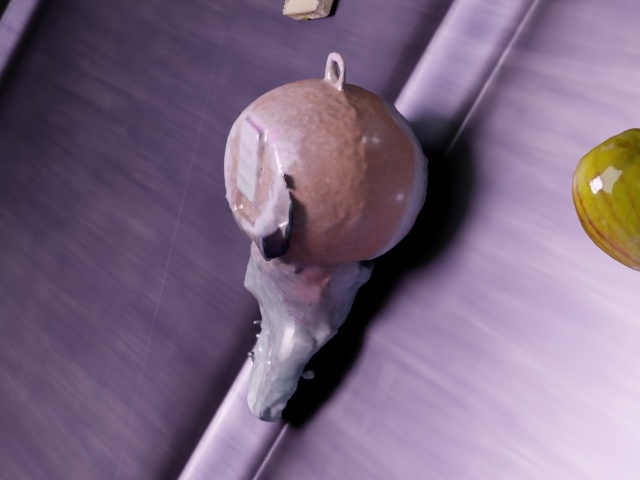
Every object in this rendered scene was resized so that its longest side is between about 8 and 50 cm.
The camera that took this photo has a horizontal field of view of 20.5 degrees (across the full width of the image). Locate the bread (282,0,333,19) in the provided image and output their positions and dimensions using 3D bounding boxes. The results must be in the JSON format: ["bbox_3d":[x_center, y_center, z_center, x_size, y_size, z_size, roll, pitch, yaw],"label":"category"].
[{"bbox_3d":[0.005,-0.299,1.815,0.068,0.028,0.153,5,76,56],"label":"bread"}]

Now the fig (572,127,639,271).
[{"bbox_3d":[0.229,-0.004,1.277,0.093,0.093,0.166,-33,48,41],"label":"fig"}]

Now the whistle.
[{"bbox_3d":[0.000,0.000,1.571,0.189,0.189,0.348,44,129,55],"label":"whistle"}]
